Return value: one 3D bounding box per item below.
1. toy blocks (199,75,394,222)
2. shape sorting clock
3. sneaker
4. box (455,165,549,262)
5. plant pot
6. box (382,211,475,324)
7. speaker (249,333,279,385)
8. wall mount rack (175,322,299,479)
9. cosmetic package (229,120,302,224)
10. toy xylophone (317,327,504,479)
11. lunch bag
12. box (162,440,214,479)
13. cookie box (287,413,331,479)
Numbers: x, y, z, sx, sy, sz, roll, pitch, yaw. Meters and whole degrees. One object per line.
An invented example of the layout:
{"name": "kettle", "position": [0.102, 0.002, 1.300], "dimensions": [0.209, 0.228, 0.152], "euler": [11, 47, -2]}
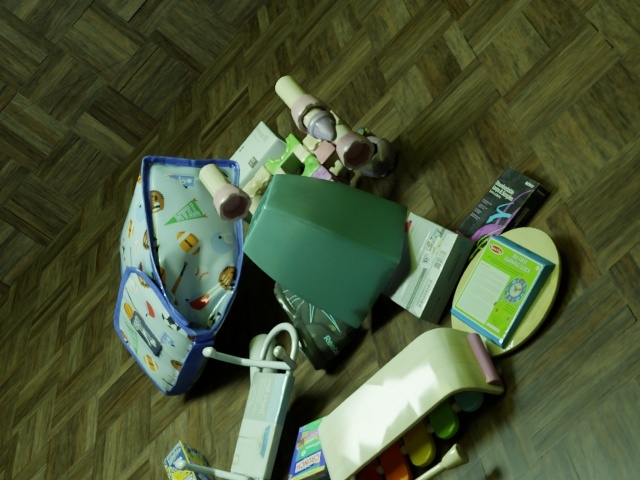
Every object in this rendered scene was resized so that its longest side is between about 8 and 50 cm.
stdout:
{"name": "toy blocks", "position": [-0.002, -0.090, 2.190], "dimensions": [0.288, 0.309, 0.260], "euler": [-49, 47, 10]}
{"name": "shape sorting clock", "position": [0.269, 0.075, 1.720], "dimensions": [0.206, 0.040, 0.206], "euler": [-38, 39, 39]}
{"name": "sneaker", "position": [-0.005, 0.130, 2.105], "dimensions": [0.106, 0.101, 0.267], "euler": [-35, 32, 4]}
{"name": "box", "position": [0.278, -0.036, 1.869], "dimensions": [0.162, 0.029, 0.116], "euler": [-51, 24, 3]}
{"name": "plant pot", "position": [0.000, 0.000, 1.987], "dimensions": [0.166, 0.234, 0.165], "euler": [-78, 15, -54]}
{"name": "box", "position": [0.166, 0.042, 1.919], "dimensions": [0.145, 0.038, 0.186], "euler": [-66, 24, 3]}
{"name": "speaker", "position": [-0.102, 0.232, 2.162], "dimensions": [0.055, 0.055, 0.136], "euler": [-44, 25, 20]}
{"name": "wall mount rack", "position": [-0.115, 0.289, 1.925], "dimensions": [0.304, 0.130, 0.350], "euler": [-7, 67, 58]}
{"name": "cosmetic package", "position": [-0.112, -0.127, 2.543], "dimensions": [0.184, 0.151, 0.151], "euler": [-51, 25, 5]}
{"name": "toy xylophone", "position": [0.116, 0.273, 1.670], "dimensions": [0.322, 0.081, 0.236], "euler": [-38, 42, 28]}
{"name": "lunch bag", "position": [-0.282, 0.077, 2.344], "dimensions": [0.328, 0.238, 0.386], "euler": [120, 146, -58]}
{"name": "box", "position": [-0.231, 0.427, 2.125], "dimensions": [0.054, 0.059, 0.169], "euler": [-53, 24, 4]}
{"name": "cookie box", "position": [-0.001, 0.334, 1.859], "dimensions": [0.091, 0.040, 0.107], "euler": [-31, 33, 39]}
